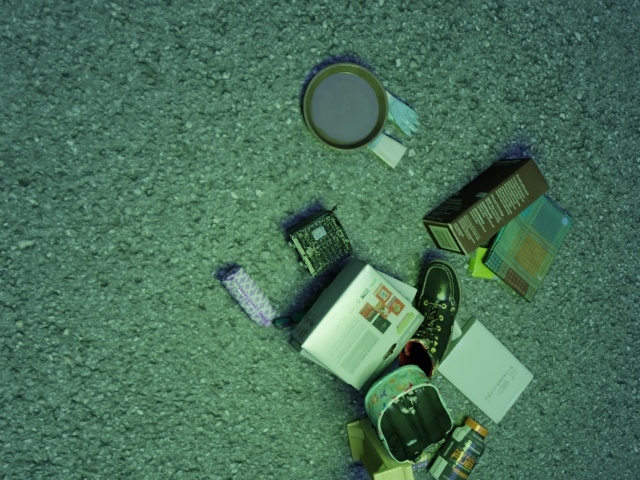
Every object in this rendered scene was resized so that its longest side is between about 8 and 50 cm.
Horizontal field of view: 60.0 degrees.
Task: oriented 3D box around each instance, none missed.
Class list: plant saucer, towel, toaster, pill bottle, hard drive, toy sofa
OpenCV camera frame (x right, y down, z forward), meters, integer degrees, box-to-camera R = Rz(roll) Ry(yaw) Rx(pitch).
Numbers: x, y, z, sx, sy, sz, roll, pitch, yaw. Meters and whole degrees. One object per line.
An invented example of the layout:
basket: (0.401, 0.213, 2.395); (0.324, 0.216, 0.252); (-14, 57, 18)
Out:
plant saucer: (0.079, -0.420, 1.758); (0.277, 0.041, 0.278); (-1, 96, -10)
towel: (0.757, 0.002, 2.006); (0.271, 0.040, 0.370); (37, 75, -18)
toaster: (0.000, 0.000, 1.759); (0.185, 0.110, 0.168); (-32, 105, -11)
pill bottle: (0.504, 0.762, 1.995); (0.130, 0.130, 0.246); (36, 84, -18)
hard drive: (0.602, 0.479, 2.038); (0.353, 0.047, 0.233); (43, 83, -18)
toy sofa: (0.215, 0.703, 1.775); (0.177, 0.362, 0.150); (-12, 99, -10)

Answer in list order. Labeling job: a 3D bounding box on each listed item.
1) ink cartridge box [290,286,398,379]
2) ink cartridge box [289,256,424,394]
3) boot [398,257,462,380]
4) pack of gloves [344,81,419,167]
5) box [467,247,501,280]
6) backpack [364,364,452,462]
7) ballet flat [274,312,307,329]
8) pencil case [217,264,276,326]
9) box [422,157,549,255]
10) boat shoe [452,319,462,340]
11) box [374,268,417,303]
ink cartridge box: (0.094, 0.331, 1.816); (0.307, 0.129, 0.223); (34, 84, -18)
ink cartridge box: (0.114, 0.260, 1.678); (0.272, 0.130, 0.309); (43, 83, -19)
boot: (0.352, 0.274, 1.790); (0.138, 0.284, 0.378); (13, 114, 22)
pack of gloves: (0.198, -0.382, 1.825); (0.232, 0.046, 0.195); (34, 89, -10)
box: (0.625, 0.087, 2.002); (0.178, 0.042, 0.109); (9, 93, -19)
backpack: (0.243, 0.483, 1.602); (0.225, 0.191, 0.254); (-31, 128, -7)
ballet flat: (-0.095, 0.264, 1.801); (0.114, 0.041, 0.041); (-13, 100, -16)
pencil case: (-0.222, 0.171, 1.720); (0.086, 0.088, 0.206); (-40, 107, -7)
box: (0.558, -0.120, 1.881); (0.381, 0.191, 0.143); (-36, 105, -11)
boat shoe: (0.432, 0.280, 1.957); (0.063, 0.066, 0.184); (-37, 115, -12)
box: (0.196, 0.159, 1.836); (0.203, 0.114, 0.103); (26, 89, -18)
